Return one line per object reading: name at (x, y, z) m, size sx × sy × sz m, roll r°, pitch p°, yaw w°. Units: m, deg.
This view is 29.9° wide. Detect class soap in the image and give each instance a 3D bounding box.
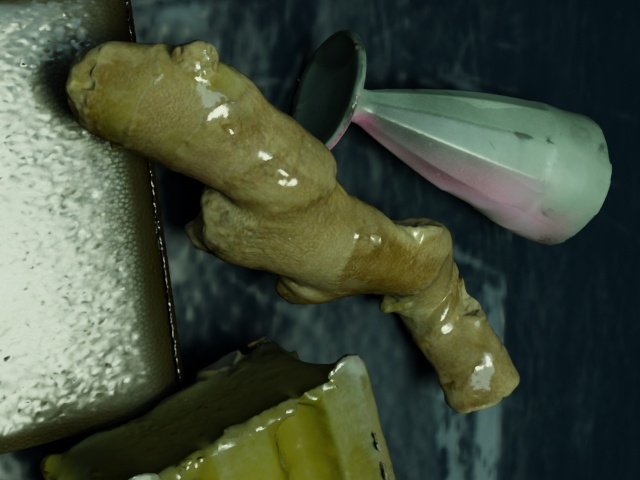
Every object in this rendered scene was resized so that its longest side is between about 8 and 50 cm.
soap at (-0.023, 0.171, 0.555) m, size 0.135 × 0.076 × 0.233 m, roll -27°, pitch 115°, yaw -27°

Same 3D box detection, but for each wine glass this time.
wine glass at (0.065, -0.049, 0.605) m, size 0.155 × 0.073 × 0.073 m, roll 14°, pitch 87°, yaw -27°

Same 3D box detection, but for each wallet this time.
wallet at (-0.122, -0.010, 0.525) m, size 0.110 × 0.031 × 0.198 m, roll -12°, pitch 100°, yaw -27°

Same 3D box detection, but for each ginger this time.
ginger at (0.000, 0.000, 0.557) m, size 0.089 × 0.075 × 0.288 m, roll -35°, pitch 131°, yaw 18°
